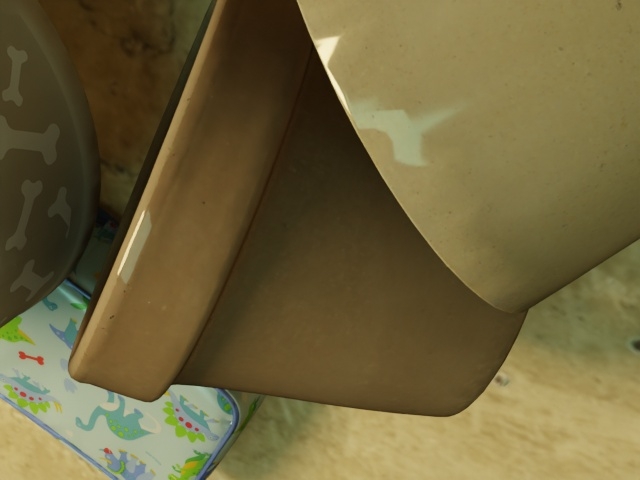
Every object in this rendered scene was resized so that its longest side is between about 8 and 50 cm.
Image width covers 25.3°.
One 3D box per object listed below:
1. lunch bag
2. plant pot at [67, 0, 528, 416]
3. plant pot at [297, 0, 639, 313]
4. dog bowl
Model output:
[{"bbox_3d":[-0.155,0.090,1.075,0.219,0.090,0.176,35,130,3],"label":"lunch bag"},{"bbox_3d":[0.000,0.000,0.852,0.229,0.263,0.263,23,131,-10],"label":"plant pot"},{"bbox_3d":[0.161,-0.138,0.674,0.274,0.256,0.256,-27,106,21],"label":"plant pot"},{"bbox_3d":[-0.311,-0.056,0.853,0.348,0.102,0.349,11,128,14],"label":"dog bowl"}]
